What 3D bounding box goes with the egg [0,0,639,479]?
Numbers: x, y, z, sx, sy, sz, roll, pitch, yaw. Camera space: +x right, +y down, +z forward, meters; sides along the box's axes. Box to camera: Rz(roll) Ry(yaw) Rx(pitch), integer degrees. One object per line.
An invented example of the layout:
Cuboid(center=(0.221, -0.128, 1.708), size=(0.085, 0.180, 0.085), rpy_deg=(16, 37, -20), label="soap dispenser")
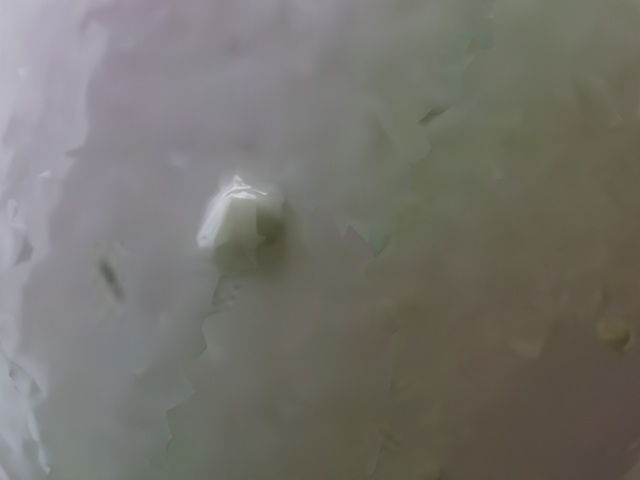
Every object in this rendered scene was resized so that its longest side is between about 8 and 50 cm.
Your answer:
Cuboid(center=(0.000, 0.000, 0.714), size=(0.354, 0.355, 0.339), rpy_deg=(51, -140, -39), label="egg")
